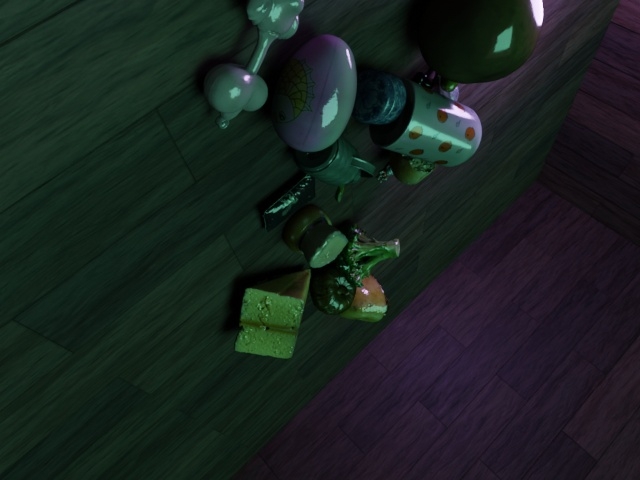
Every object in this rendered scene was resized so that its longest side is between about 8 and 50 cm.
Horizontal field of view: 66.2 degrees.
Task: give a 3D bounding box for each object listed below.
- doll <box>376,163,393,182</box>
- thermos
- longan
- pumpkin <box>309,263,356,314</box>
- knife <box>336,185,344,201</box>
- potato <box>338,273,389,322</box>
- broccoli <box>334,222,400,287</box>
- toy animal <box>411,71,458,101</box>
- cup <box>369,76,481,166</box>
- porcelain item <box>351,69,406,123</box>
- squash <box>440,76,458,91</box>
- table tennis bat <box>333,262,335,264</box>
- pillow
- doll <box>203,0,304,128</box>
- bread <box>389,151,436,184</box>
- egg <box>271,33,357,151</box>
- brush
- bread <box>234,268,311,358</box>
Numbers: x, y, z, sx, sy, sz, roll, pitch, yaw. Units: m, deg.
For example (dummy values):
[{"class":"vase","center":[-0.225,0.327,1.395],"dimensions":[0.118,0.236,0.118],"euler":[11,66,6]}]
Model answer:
[{"class":"doll","center":[0.266,-0.270,1.890],"dimensions":[0.114,0.039,0.057],"euler":[-42,113,6]},{"class":"thermos","center":[0.056,-0.234,1.448],"dimensions":[0.287,0.182,0.144],"euler":[15,88,-62]},{"class":"longan","center":[0.455,-0.611,1.402],"dimensions":[0.361,0.361,0.360],"euler":[-37,153,-23]},{"class":"pumpkin","center":[0.057,0.201,2.021],"dimensions":[0.219,0.162,0.218],"euler":[1,89,-39]},{"class":"knife","center":[0.076,-0.195,1.710],"dimensions":[0.184,0.022,0.026],"euler":[102,11,-47]},{"class":"potato","center":[0.145,0.253,2.207],"dimensions":[0.243,0.285,0.242],"euler":[-20,145,-15]},{"class":"broccoli","center":[0.183,0.042,1.951],"dimensions":[0.269,0.269,0.254],"euler":[-36,126,-25]},{"class":"toy animal","center":[0.422,-0.492,1.689],"dimensions":[0.324,0.090,0.195],"euler":[32,86,-37]},{"class":"cup","center":[0.341,-0.354,1.538],"dimensions":[0.318,0.212,0.212],"euler":[11,121,-30]},{"class":"porcelain item","center":[0.155,-0.405,1.389],"dimensions":[0.114,0.147,0.147],"euler":[-12,137,-52]},{"class":"squash","center":[0.445,-0.584,1.606],"dimensions":[0.066,0.066,0.251],"euler":[65,44,-63]},{"class":"table tennis bat","center":[0.042,0.138,2.140],"dimensions":[0.154,0.019,0.098],"euler":[-54,154,18]},{"class":"pillow","center":[-0.094,-0.117,1.507],"dimensions":[0.208,0.055,0.141],"euler":[-40,159,-18]},{"class":"doll","center":[-0.131,-0.393,1.011],"dimensions":[0.365,0.094,0.160],"euler":[-57,162,20]},{"class":"bread","center":[0.346,-0.325,1.779],"dimensions":[0.314,0.171,0.192],"euler":[-53,-177,-29]},{"class":"egg","center":[-0.012,-0.343,1.162],"dimensions":[0.196,0.196,0.271],"euler":[-2,115,-57]},{"class":"brush","center":[0.000,0.000,1.703],"dimensions":[0.174,0.166,0.267],"euler":[-50,157,4]},{"class":"bread","center":[-0.161,0.244,1.842],"dimensions":[0.405,0.242,0.345],"euler":[-84,-171,-65]}]
